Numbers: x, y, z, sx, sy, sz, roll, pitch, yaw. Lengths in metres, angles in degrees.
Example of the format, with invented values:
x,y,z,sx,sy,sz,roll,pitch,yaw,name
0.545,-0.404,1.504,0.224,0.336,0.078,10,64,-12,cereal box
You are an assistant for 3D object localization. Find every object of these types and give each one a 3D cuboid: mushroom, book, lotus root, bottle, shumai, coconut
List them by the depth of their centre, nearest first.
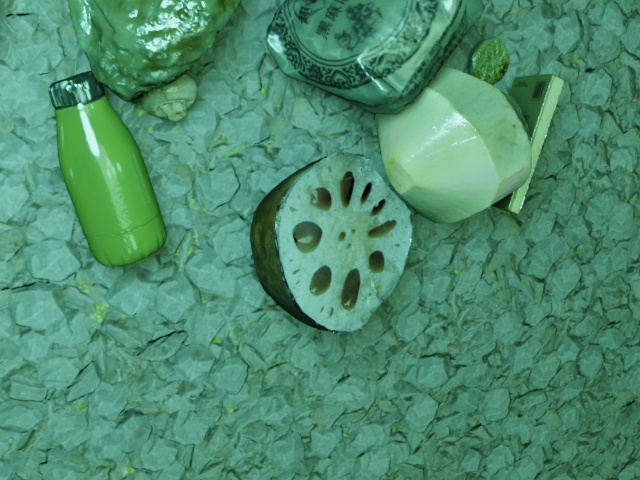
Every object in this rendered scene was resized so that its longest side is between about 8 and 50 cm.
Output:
x,y,z,sx,sy,sz,roll,pitch,yaw,name
-0.235,-0.326,1.067,0.218,0.189,0.256,39,65,-22,shumai
-0.299,-0.099,1.144,0.112,0.112,0.260,-22,112,-19,bottle
-0.213,-0.204,1.174,0.083,0.083,0.067,-11,73,-23,mushroom
0.000,0.000,1.278,0.272,0.192,0.272,-2,95,-29,lotus root
0.197,-0.149,1.291,0.259,0.259,0.259,-7,106,-24,coconut
0.333,-0.166,1.408,0.026,0.161,0.231,17,96,-13,book

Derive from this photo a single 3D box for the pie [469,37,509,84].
x,y,z,sx,sy,sz,roll,pitch,yaw,name
0.290,-0.306,1.431,0.085,0.017,0.085,-8,108,-25,pie

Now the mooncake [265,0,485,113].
x,y,z,sx,sy,sz,roll,pitch,yaw,name
0.072,-0.317,1.188,0.254,0.250,0.136,-58,153,-1,mooncake
